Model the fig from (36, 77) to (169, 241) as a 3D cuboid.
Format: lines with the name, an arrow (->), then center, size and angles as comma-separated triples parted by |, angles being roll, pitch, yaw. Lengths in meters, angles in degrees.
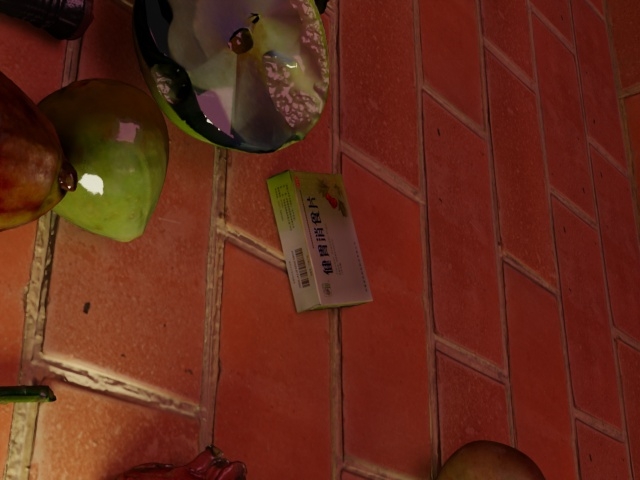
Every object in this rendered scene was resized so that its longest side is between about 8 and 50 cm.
fig -> -0.319, -0.112, 1.481 | 0.207, 0.207, 0.230 | -11, 116, -56

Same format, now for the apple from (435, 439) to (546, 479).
apple -> 0.329, 0.519, 2.023 | 0.194, 0.260, 0.261 | -13, 84, -75

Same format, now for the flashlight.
flashlight -> -0.444, -0.355, 1.519 | 0.232, 0.093, 0.093 | 8, 67, -47

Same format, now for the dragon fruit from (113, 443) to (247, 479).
dragon fruit -> -0.173, 0.382, 1.483 | 0.262, 0.134, 0.211 | 53, 35, -24

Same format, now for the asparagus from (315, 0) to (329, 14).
asparagus -> -0.094, -0.480, 2.035 | 0.108, 0.128, 0.382 | 39, 32, 16

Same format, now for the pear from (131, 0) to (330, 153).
pear -> -0.173, -0.323, 1.779 | 0.398, 0.165, 0.399 | 12, 71, -39

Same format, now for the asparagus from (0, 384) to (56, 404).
asparagus -> -0.420, 0.201, 1.319 | 0.236, 0.027, 0.034 | 1, 62, -55

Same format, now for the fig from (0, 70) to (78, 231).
fig -> -0.438, -0.108, 1.293 | 0.263, 0.224, 0.224 | 48, 39, -48

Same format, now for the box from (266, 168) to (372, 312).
box -> 0.000, 0.001, 1.974 | 0.175, 0.062, 0.261 | 0, 75, -55
